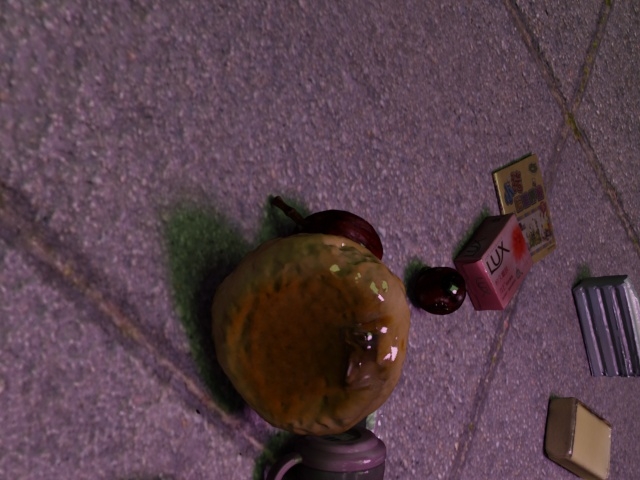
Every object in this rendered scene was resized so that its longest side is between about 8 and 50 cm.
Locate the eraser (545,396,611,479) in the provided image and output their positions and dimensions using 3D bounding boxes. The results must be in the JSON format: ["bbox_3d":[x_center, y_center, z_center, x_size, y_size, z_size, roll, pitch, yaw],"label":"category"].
[{"bbox_3d":[0.489,0.376,1.730,0.172,0.058,0.117,35,59,-42],"label":"eraser"}]

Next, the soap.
[{"bbox_3d":[0.584,0.172,1.829,0.063,0.114,0.198,-28,108,-49],"label":"soap"}]

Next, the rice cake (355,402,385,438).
[{"bbox_3d":[0.084,0.187,1.297,0.033,0.033,0.207,32,60,-32],"label":"rice cake"}]

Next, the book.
[{"bbox_3d":[0.379,-0.051,1.695,0.168,0.013,0.192,-24,103,-48],"label":"book"}]

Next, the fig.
[{"bbox_3d":[0.015,0.006,1.176,0.128,0.128,0.150,-6,83,-50],"label":"fig"}]

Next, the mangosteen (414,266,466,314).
[{"bbox_3d":[0.184,0.073,1.395,0.081,0.081,0.081,9,78,-49],"label":"mangosteen"}]

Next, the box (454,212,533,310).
[{"bbox_3d":[0.296,0.035,1.550,0.156,0.060,0.111,-49,120,-42],"label":"box"}]

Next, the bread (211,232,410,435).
[{"bbox_3d":[-0.004,0.098,1.065,0.134,0.244,0.244,-55,130,-71],"label":"bread"}]

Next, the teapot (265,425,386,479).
[{"bbox_3d":[0.015,0.315,1.140,0.148,0.116,0.146,-9,102,-54],"label":"teapot"}]
